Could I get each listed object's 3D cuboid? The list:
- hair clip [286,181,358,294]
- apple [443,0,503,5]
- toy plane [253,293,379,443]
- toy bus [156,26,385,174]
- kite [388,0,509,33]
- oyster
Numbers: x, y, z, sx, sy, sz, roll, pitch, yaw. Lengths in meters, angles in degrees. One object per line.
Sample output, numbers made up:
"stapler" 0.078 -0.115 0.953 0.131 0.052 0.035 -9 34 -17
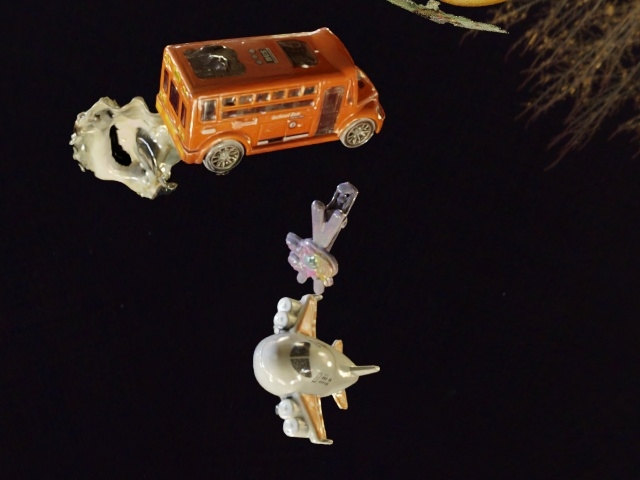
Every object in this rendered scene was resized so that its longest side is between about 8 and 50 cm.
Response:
"hair clip" -0.006 0.003 1.487 0.137 0.279 0.090 30 -146 14
"apple" 0.225 -0.537 1.016 0.333 0.400 0.400 -33 -107 -7
"toy plane" -0.011 0.206 1.148 0.244 0.117 0.245 30 -128 -48
"toy bus" -0.058 -0.214 1.018 0.329 0.153 0.143 -12 -127 -26
"kite" 0.248 -0.488 1.509 0.322 0.267 0.013 20 -78 10
"oyster" -0.392 -0.192 1.476 0.237 0.351 0.115 25 -115 -7
